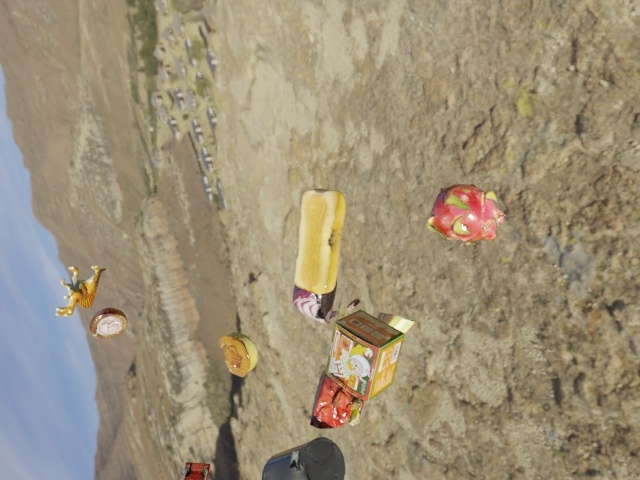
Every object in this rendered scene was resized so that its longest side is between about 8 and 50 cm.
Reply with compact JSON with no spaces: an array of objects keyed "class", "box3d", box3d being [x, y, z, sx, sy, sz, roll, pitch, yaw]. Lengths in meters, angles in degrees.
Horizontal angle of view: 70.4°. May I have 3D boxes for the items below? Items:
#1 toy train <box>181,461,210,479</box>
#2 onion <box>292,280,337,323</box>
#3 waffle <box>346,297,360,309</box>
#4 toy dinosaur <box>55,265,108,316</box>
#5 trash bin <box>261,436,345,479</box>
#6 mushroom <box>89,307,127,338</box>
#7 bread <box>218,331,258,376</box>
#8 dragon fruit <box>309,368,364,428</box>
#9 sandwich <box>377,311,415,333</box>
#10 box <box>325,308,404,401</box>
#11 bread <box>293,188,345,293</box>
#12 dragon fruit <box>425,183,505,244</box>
[{"class":"toy train","box3d":[-0.389,0.768,1.362,0.204,0.082,0.131,-137,55,-81]},{"class":"onion","box3d":[-0.022,0.161,1.757,0.314,0.146,0.280,65,-152,-52]},{"class":"waffle","box3d":[0.170,0.334,2.364,0.029,0.083,0.075,49,177,1]},{"class":"toy dinosaur","box3d":[-0.702,0.148,1.369,0.212,0.057,0.142,5,-102,-69]},{"class":"trash bin","box3d":[-0.063,0.882,1.718,0.301,0.252,0.203,-43,32,40]},{"class":"mushroom","box3d":[-0.705,0.275,1.508,0.052,0.123,0.123,52,147,44]},{"class":"bread","box3d":[-0.280,0.395,1.584,0.125,0.086,0.156,-14,95,37]},{"class":"dragon fruit","box3d":[0.089,0.633,1.875,0.317,0.205,0.152,-71,-1,-70]},{"class":"sandwich","box3d":[0.305,0.411,1.964,0.144,0.117,0.187,-173,101,-71]},{"class":"box","box3d":[0.133,0.352,1.406,0.177,0.148,0.195,25,117,35]},{"class":"bread","box3d":[0.000,0.000,1.323,0.142,0.091,0.305,7,90,34]},{"class":"dragon fruit","box3d":[0.501,-0.089,1.569,0.227,0.224,0.224,33,134,39]}]
